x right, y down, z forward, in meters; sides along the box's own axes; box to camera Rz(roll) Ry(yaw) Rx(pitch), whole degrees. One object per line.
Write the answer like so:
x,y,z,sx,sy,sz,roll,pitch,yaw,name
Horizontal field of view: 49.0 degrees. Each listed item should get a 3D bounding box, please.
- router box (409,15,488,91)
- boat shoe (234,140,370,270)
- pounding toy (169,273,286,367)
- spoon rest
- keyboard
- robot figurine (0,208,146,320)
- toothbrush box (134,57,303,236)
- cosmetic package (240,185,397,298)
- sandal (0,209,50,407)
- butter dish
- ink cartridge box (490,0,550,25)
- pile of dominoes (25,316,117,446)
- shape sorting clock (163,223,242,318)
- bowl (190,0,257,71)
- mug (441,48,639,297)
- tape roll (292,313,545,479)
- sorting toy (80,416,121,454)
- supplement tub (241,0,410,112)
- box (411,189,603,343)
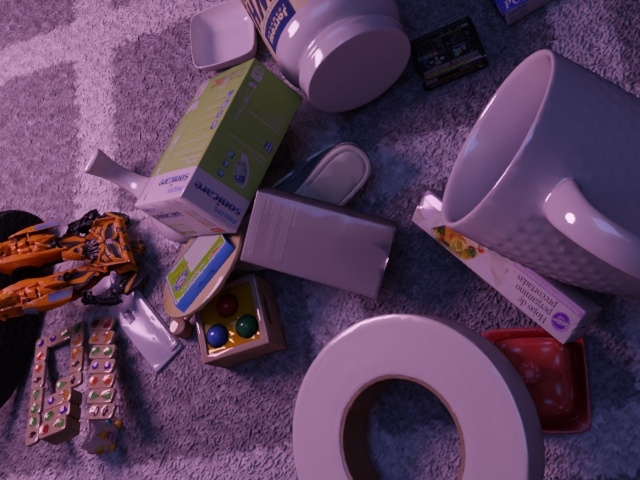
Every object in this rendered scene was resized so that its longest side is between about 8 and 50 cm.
0.230,-0.336,1.266,0.123,0.038,0.092,-20,68,14,router box
-0.043,-0.064,1.273,0.319,0.116,0.099,-40,20,14,boat shoe
-0.188,0.131,1.252,0.206,0.094,0.181,-20,69,14,pounding toy
-0.329,-0.096,1.391,0.277,0.084,0.137,28,87,12,spoon rest
-0.363,0.141,1.361,0.072,0.014,0.256,-49,64,7,keyboard
-0.481,0.042,1.344,0.291,0.085,0.211,-17,67,-11,robot figurine
-0.183,-0.158,1.248,0.206,0.122,0.283,-4,56,54,toothbrush box
0.000,0.000,1.167,0.238,0.107,0.127,17,100,2,cosmetic package
-0.660,0.157,1.406,0.107,0.168,0.445,-8,62,44,sandal
0.311,0.201,1.035,0.160,0.118,0.160,-4,73,18,butter dish
0.398,-0.477,1.241,0.207,0.046,0.097,-30,66,10,ink cartridge box
-0.470,0.249,1.307,0.196,0.040,0.251,-24,48,12,pile of dominoes
-0.206,0.045,1.234,0.206,0.040,0.206,-37,32,28,shape sorting clock
-0.191,-0.413,1.436,0.142,0.053,0.141,-13,71,17,bowl
0.377,-0.049,0.938,0.328,0.374,0.276,26,113,-6,mug
0.129,0.301,1.038,0.392,0.072,0.391,-4,82,35,tape roll
-0.406,0.352,1.278,0.045,0.075,0.083,7,78,22,sorting toy
-0.001,-0.417,1.266,0.236,0.235,0.324,-32,66,9,supplement tub
0.279,0.031,1.092,0.324,0.067,0.063,43,120,32,box
